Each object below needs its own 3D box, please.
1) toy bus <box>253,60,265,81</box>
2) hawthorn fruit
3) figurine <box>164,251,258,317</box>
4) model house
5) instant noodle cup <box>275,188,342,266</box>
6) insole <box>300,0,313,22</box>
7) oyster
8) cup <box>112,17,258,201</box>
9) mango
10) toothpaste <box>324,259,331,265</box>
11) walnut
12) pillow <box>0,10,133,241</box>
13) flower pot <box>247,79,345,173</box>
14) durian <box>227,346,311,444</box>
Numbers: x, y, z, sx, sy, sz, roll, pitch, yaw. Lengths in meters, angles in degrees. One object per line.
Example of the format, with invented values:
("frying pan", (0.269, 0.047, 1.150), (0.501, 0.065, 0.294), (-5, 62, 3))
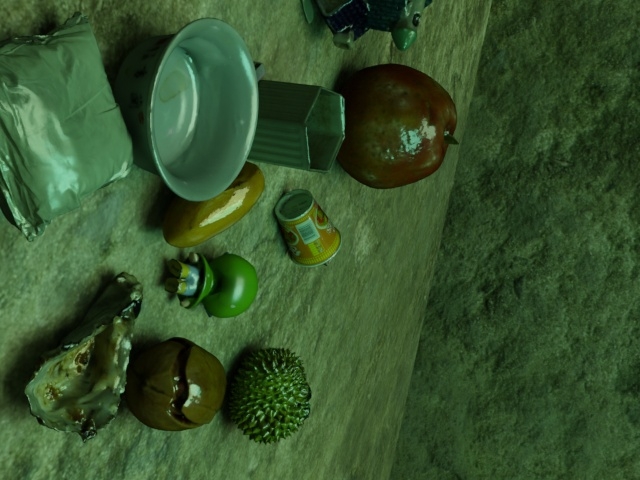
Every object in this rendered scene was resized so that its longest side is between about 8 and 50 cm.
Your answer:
("toy bus", (-0.180, -0.375, 1.656), (0.131, 0.052, 0.037), (-58, 150, -36))
("hawthorn fruit", (0.244, -0.343, 2.172), (0.403, 0.402, 0.403), (-39, 135, -53))
("figurine", (-0.251, 0.102, 1.648), (0.263, 0.143, 0.162), (15, 82, -54))
("model house", (0.137, -0.656, 1.887), (0.243, 0.298, 0.284), (15, 89, -70))
("instant noodle cup", (-0.045, -0.043, 1.997), (0.168, 0.168, 0.185), (-61, 142, -30))
("insole", (-0.044, -0.666, 1.851), (0.063, 0.010, 0.192), (-60, 149, -33))
("oyster", (-0.429, 0.200, 1.318), (0.337, 0.133, 0.198), (-65, 150, -30))
("cup", (-0.279, -0.261, 1.373), (0.347, 0.163, 0.347), (-37, 133, -53))
("mango", (-0.246, -0.075, 1.523), (0.257, 0.187, 0.138), (-42, 127, -24))
("toothpaste", (0.000, 0.000, 2.223), (0.047, 0.040, 0.196), (-55, 147, -31))
("walnut", (-0.309, 0.328, 1.563), (0.336, 0.208, 0.209), (68, 40, -70))
("pillow", (-0.428, -0.184, 1.130), (0.283, 0.138, 0.310), (-51, 141, -44))
("flower pot", (-0.065, -0.287, 1.778), (0.239, 0.189, 0.209), (-5, 105, -65))
("durian", (-0.143, 0.429, 1.938), (0.291, 0.224, 0.291), (-175, -90, -80))
